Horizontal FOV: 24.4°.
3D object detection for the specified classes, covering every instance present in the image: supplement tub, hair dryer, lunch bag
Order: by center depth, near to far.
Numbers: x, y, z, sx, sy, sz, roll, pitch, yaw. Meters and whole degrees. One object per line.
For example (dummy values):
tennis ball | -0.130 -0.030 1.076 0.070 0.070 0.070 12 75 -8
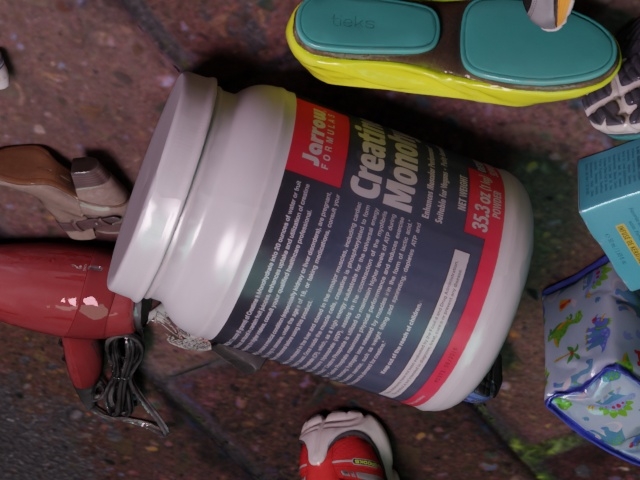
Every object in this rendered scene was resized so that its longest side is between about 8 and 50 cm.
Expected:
supplement tub | 0.000 0.000 1.085 0.272 0.191 0.191 19 135 -12
lunch bag | 0.257 0.107 1.200 0.096 0.129 0.151 -31 123 34
hair dryer | -0.211 0.088 1.286 0.293 0.080 0.223 35 131 -24

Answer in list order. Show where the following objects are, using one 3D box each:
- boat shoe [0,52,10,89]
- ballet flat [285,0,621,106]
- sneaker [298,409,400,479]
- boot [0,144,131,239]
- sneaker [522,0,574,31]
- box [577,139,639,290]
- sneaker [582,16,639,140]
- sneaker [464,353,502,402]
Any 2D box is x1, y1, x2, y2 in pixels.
boat shoe | -0.283 -0.119 1.119 0.100 0.035 0.035 -10 131 9
ballet flat | 0.091 -0.130 1.035 0.231 0.077 0.077 7 157 6
sneaker | 0.040 0.284 1.419 0.107 0.118 0.279 -12 132 21
boot | -0.210 -0.034 1.192 0.118 0.042 0.087 5 144 13
sneaker | 0.119 -0.228 0.920 0.083 0.084 0.215 -5 125 17
box | 0.320 -0.046 1.083 0.244 0.060 0.100 -20 129 26
sneaker | 0.311 -0.118 0.986 0.275 0.107 0.110 -17 138 24
sneaker | 0.054 0.079 1.251 0.221 0.083 0.087 26 147 -10
